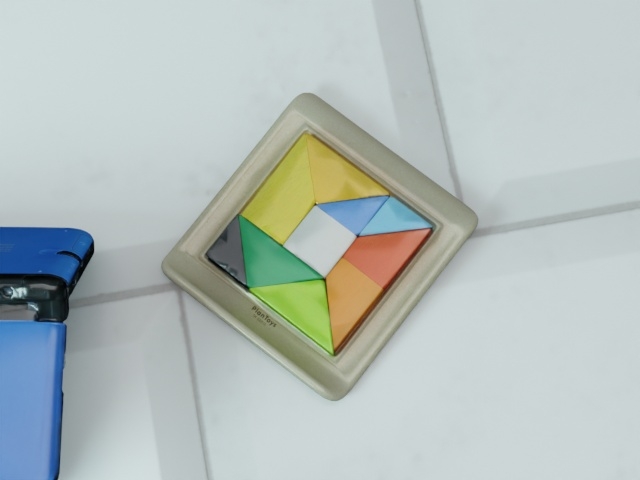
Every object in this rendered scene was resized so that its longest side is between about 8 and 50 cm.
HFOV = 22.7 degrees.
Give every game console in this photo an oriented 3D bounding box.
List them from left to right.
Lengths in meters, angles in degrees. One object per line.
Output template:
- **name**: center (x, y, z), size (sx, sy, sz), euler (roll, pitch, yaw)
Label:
- **game console**: center (-0.361, 0.101, 1.429), size (0.293, 0.250, 0.173), euler (1, 107, 2)

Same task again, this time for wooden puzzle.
- **wooden puzzle**: center (0.000, 0.000, 1.533), size (0.221, 0.044, 0.239), euler (37, 77, 10)
